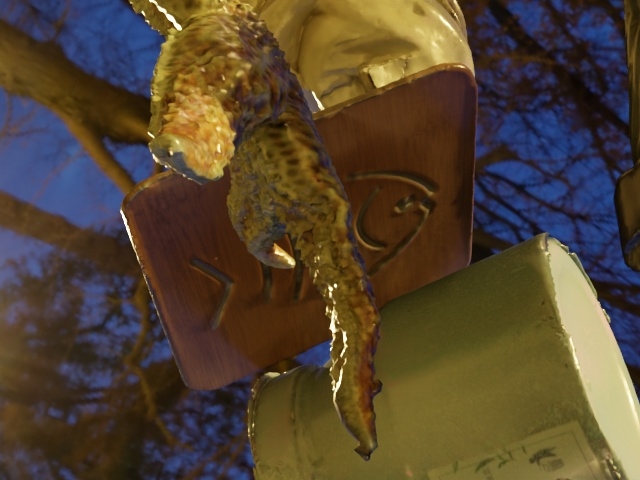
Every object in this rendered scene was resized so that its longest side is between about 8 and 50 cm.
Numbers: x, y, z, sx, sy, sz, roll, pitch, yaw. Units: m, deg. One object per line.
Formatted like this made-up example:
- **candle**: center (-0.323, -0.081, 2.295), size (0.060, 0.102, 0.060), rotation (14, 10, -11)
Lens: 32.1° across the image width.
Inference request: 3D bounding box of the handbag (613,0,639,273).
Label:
- **handbag**: center (0.299, -0.115, 0.606), size (0.240, 0.247, 0.341), rotation (9, -69, 45)

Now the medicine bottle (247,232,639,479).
- **medicine bottle**: center (0.108, 0.156, 0.943), size (0.289, 0.245, 0.245), rotation (-22, -132, 20)

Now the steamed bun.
- **steamed bun**: center (0.071, -0.232, 1.398), size (0.237, 0.346, 0.394), rotation (-44, -124, 3)

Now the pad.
- **pad**: center (0.000, 0.000, 0.894), size (0.284, 0.287, 0.018), rotation (-23, -125, -11)

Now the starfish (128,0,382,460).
- **starfish**: center (-0.059, -0.088, 0.538), size (0.078, 0.358, 0.347), rotation (-27, -154, 2)
